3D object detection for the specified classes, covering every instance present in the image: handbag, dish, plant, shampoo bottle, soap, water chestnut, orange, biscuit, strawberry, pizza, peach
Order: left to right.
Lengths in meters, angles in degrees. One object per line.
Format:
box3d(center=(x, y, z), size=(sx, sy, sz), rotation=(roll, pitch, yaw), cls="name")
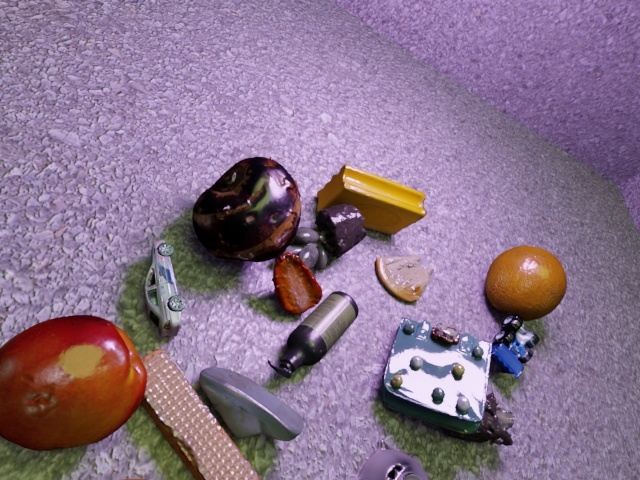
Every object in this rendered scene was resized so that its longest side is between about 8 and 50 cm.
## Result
box3d(center=(-0.437, 0.247, 0.698), size=(0.244, 0.199, 0.243), rotation=(-5, 103, -22), cls="peach")
box3d(center=(-0.251, 0.388, 0.810), size=(0.378, 0.054, 0.094), rotation=(49, 46, 7), cls="biscuit")
box3d(center=(-0.174, -0.062, 1.058), size=(0.300, 0.300, 0.299), rotation=(16, 52, -22), cls="water chestnut")
box3d(center=(-0.067, 0.106, 1.055), size=(0.121, 0.188, 0.082), rotation=(-20, 26, -11), cls="strawberry")
box3d(center=(-0.012, 0.244, 1.030), size=(0.101, 0.101, 0.284), rotation=(47, 47, 4), cls="shampoo bottle")
box3d(center=(0.000, -0.001, 1.180), size=(0.275, 0.146, 0.149), rotation=(-32, 110, -28), cls="plant")
box3d(center=(0.168, -0.122, 1.330), size=(0.325, 0.204, 0.096), rotation=(15, 63, -23), cls="soap")
box3d(center=(0.182, 0.585, 0.927), size=(0.228, 0.086, 0.236), rotation=(34, 47, -8), cls="dish")
box3d(center=(0.305, 0.116, 1.363), size=(0.262, 0.034, 0.181), rotation=(-13, 66, -38), cls="pizza")
box3d(center=(0.312, 0.345, 1.087), size=(0.269, 0.100, 0.274), rotation=(14, 47, 19), cls="handbag")
box3d(center=(0.440, 0.497, 1.121), size=(0.203, 0.131, 0.142), rotation=(13, 50, -25), cls="plant")
box3d(center=(0.739, 0.154, 1.457), size=(0.275, 0.274, 0.274), rotation=(16, 52, -22), cls="orange")

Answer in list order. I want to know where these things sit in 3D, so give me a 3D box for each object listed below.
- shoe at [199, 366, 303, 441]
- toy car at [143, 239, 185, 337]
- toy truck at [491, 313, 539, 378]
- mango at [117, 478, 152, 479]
box3d(center=(-0.161, 0.367, 0.866), size=(0.251, 0.103, 0.100), rotation=(29, 91, 4), cls="shoe")
box3d(center=(-0.362, 0.107, 0.912), size=(0.076, 0.090, 0.224), rotation=(-7, 64, -29), cls="toy car")
box3d(center=(0.623, 0.354, 1.340), size=(0.113, 0.126, 0.208), rotation=(48, 51, 4), cls="toy truck")
box3d(center=(-0.334, 0.478, 0.666), size=(0.219, 0.112, 0.144), rotation=(7, 55, -43), cls="mango")
